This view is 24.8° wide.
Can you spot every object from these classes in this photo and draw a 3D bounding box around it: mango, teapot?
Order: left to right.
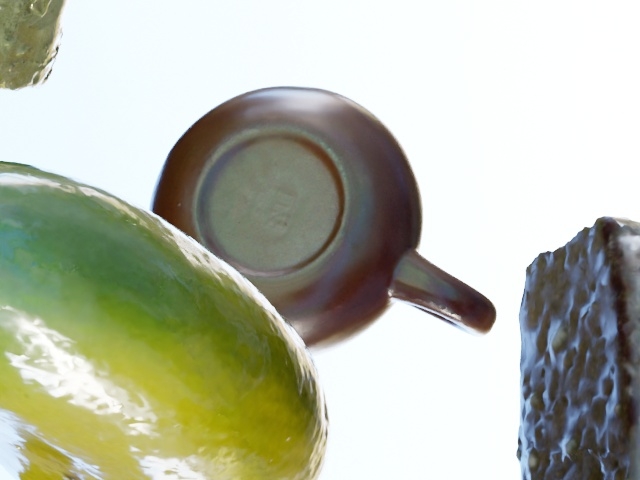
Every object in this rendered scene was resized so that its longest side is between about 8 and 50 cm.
[{"bbox_3d":[-0.065,0.048,0.508,0.237,0.137,0.091,79,-154,-68],"label":"mango"},{"bbox_3d":[0.000,0.000,0.939,0.178,0.252,0.135,-63,-14,-4],"label":"teapot"}]

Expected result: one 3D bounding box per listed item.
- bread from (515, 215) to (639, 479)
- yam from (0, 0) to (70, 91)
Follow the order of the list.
[{"bbox_3d":[0.160,0.203,0.527,0.113,0.165,0.417,-33,50,54],"label":"bread"},{"bbox_3d":[-0.288,-0.260,1.280,0.168,0.168,0.304,-66,0,-55],"label":"yam"}]
